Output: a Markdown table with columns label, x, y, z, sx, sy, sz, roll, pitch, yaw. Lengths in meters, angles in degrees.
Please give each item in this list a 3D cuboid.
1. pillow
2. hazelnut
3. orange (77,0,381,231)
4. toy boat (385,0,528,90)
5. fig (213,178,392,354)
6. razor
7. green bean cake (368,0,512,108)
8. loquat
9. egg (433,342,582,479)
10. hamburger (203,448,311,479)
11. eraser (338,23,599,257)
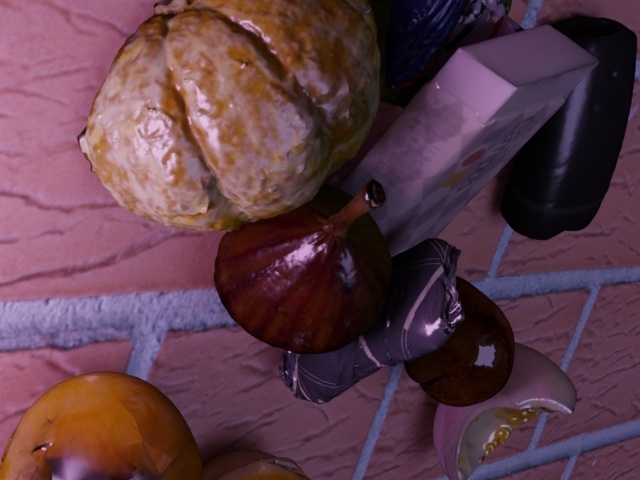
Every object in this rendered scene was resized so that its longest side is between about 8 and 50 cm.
| label | x | y | z | sx | sy | sz | roll | pitch | yaw |
| --- | --- | --- | --- | --- | --- | --- | --- | --- | --- |
| pillow | 0.064 | 0.109 | 1.723 | 0.092 | 0.335 | 0.161 | 29 | 52 | -31 |
| hazelnut | 0.209 | 0.147 | 2.011 | 0.178 | 0.178 | 0.204 | -42 | 111 | -22 |
| orange | -0.058 | -0.150 | 1.426 | 0.368 | 0.210 | 0.271 | -47 | 141 | -21 |
| toy boat | 0.158 | -0.246 | 1.562 | 0.219 | 0.072 | 0.318 | -47 | 153 | -10 |
| fig | 0.000 | 0.000 | 1.539 | 0.217 | 0.217 | 0.321 | -38 | 169 | -28 |
| razor | 0.388 | -0.170 | 2.033 | 0.204 | 0.113 | 0.349 | -17 | 128 | -40 |
| green bean cake | 0.133 | -0.264 | 1.649 | 0.214 | 0.113 | 0.200 | -3 | 116 | -49 |
| loquat | -0.245 | 0.265 | 1.478 | 0.235 | 0.235 | 0.235 | -30 | 136 | -35 |
| egg | 0.279 | 0.258 | 2.177 | 0.271 | 0.162 | 0.206 | -37 | -172 | 29 |
| hamburger | -0.108 | 0.386 | 1.805 | 0.237 | 0.147 | 0.237 | -26 | 131 | -35 |
| eraser | 0.155 | -0.108 | 1.662 | 0.213 | 0.082 | 0.397 | -20 | 159 | -42 |
